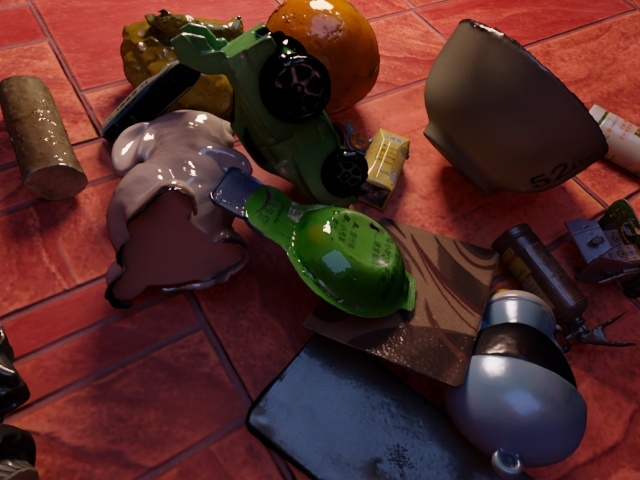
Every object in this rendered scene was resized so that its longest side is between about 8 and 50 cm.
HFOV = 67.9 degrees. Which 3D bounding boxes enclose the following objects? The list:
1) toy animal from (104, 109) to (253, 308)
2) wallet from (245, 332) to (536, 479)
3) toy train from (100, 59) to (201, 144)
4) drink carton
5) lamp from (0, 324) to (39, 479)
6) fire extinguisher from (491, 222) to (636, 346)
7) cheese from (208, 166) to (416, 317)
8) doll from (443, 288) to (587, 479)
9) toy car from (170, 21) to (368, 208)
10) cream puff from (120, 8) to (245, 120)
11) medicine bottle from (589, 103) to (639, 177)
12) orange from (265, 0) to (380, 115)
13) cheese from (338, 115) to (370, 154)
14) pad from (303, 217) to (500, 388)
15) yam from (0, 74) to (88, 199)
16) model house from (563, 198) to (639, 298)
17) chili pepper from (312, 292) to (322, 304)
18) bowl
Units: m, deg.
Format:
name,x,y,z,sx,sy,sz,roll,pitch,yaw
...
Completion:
name,x,y,z,sx,sy,sz,roll,pitch,yaw
toy animal,-0.232,-0.089,0.765,0.257,0.194,0.357,-23,43,4
wallet,0.097,0.284,0.632,0.379,0.046,0.191,35,59,13
toy train,-0.294,-0.249,0.832,0.052,0.234,0.051,29,37,-46
drink carton,0.126,-0.157,0.920,0.084,0.074,0.200,20,56,4
lamp,-0.436,0.259,0.456,0.272,0.205,0.374,34,46,18
fire extinguisher,0.400,0.079,0.787,0.075,0.106,0.252,6,48,-49
cheese,0.000,0.000,0.663,0.320,0.083,0.204,29,37,-8
doll,0.268,0.187,0.660,0.177,0.141,0.314,16,36,16
toy car,-0.063,-0.204,0.772,0.176,0.359,0.213,-27,33,4
cream puff,-0.249,-0.364,0.930,0.281,0.185,0.282,5,59,-8
medicine bottle,0.657,-0.216,1.043,0.183,0.086,0.086,36,58,14
orange,-0.002,-0.369,0.948,0.240,0.240,0.240,5,55,-7
cheese,0.070,-0.218,0.986,0.047,0.017,0.111,-12,58,-20
pad,0.142,0.067,0.724,0.220,0.004,0.330,18,36,18
yam,-0.487,-0.185,0.823,0.093,0.093,0.259,-22,62,-22
model house,0.507,0.019,0.843,0.088,0.117,0.167,-6,60,-9
chili pepper,0.050,0.091,0.742,0.123,0.070,0.073,-8,74,-17
bowl,0.316,-0.209,0.879,0.185,0.354,0.354,-46,67,14
